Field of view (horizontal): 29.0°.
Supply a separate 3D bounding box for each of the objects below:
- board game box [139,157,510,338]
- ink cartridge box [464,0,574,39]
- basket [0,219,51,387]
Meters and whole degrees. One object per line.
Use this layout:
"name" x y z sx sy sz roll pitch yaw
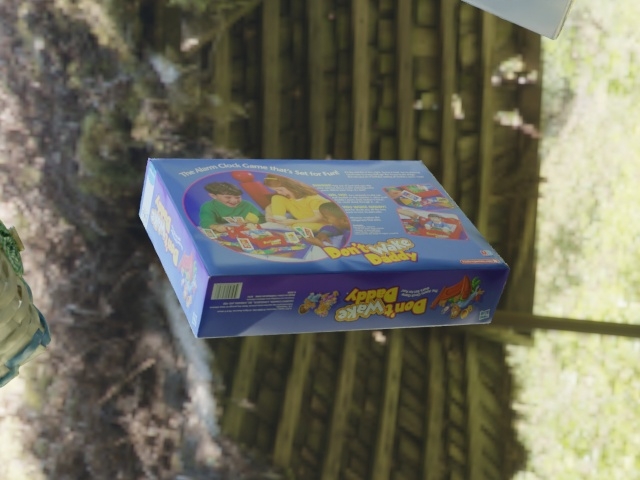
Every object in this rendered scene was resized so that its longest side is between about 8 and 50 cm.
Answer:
"board game box" 0.000 0.000 1.367 0.233 0.347 0.078 -122 39 -49
"ink cartridge box" 0.262 -0.444 1.211 0.395 0.166 0.285 -62 -8 -14
"basket" -0.361 -0.002 0.971 0.255 0.201 0.289 53 -176 37
